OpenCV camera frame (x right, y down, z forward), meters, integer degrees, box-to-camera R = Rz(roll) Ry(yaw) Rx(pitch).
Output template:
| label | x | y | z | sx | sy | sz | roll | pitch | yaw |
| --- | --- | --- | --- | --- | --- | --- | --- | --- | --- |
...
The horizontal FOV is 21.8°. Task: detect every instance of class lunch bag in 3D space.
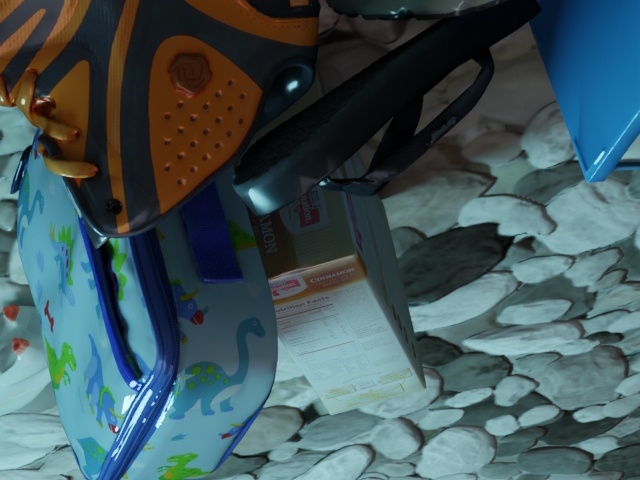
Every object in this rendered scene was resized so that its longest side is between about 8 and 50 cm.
| label | x | y | z | sx | sy | sz | roll | pitch | yaw |
| --- | --- | --- | --- | --- | --- | --- | --- | --- | --- |
| lunch bag | -0.099 | 0.011 | 0.908 | 0.090 | 0.219 | 0.176 | -3 | 150 | -27 |

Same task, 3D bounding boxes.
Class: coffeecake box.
| label | x | y | z | sx | sy | sz | roll | pitch | yaw |
| --- | --- | --- | --- | --- | --- | --- | --- | --- | --- |
| coffeecake box | 0.000 | 0.000 | 0.996 | 0.068 | 0.142 | 0.185 | -16 | 149 | 8 |

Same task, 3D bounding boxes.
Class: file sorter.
| label | x | y | z | sx | sy | sz | roll | pitch | yaw |
| --- | --- | --- | --- | --- | --- | --- | --- | --- | --- |
| file sorter | 0.201 | -0.127 | 0.879 | 0.104 | 0.118 | 0.170 | -2 | 148 | -21 |

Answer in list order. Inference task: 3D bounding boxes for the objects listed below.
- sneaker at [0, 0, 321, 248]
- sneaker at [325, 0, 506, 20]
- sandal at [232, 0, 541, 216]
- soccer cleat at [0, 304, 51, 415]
| label | x | y | z | sx | sy | sz | roll | pitch | yaw |
| --- | --- | --- | --- | --- | --- | --- | --- | --- | --- |
| sneaker | -0.154 | -0.075 | 0.760 | 0.321 | 0.180 | 0.124 | -12 | -170 | 2 |
| sneaker | 0.104 | -0.183 | 0.785 | 0.275 | 0.110 | 0.107 | -21 | -168 | 41 |
| sandal | 0.051 | -0.071 | 0.833 | 0.097 | 0.054 | 0.254 | -27 | -173 | 41 |
| soccer cleat | -0.251 | 0.106 | 1.169 | 0.196 | 0.068 | 0.076 | -27 | 149 | 20 |
